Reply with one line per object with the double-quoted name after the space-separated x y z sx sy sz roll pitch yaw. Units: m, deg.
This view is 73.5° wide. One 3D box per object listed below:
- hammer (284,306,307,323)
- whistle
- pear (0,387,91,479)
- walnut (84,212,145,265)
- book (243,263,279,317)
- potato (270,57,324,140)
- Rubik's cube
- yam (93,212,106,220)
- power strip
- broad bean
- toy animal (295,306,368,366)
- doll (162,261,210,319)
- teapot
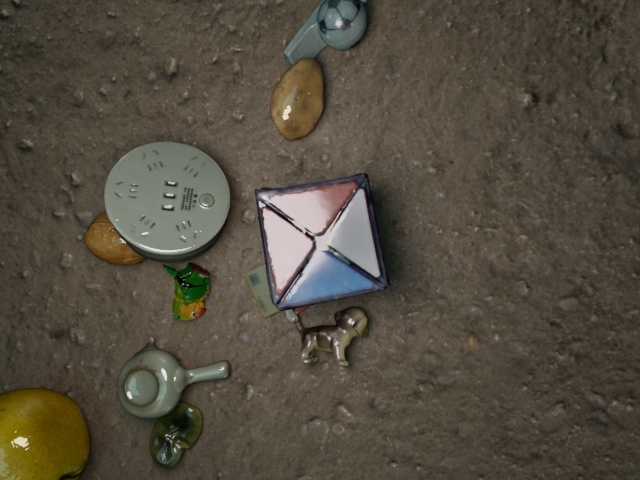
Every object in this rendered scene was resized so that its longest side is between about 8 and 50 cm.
-0.069 0.218 1.331 0.083 0.031 0.052 -32 64 -17 "hammer"
0.040 -0.608 1.250 0.163 0.163 0.290 40 96 5 "whistle"
-0.914 0.632 1.299 0.418 0.362 0.363 18 93 12 "pear"
-0.627 -0.005 1.341 0.197 0.165 0.165 17 93 9 "walnut"
-0.108 0.125 1.343 0.230 0.026 0.161 -24 89 7 "book"
-0.071 -0.418 1.278 0.161 0.128 0.235 -3 104 -14 "potato"
0.000 0.000 1.171 0.305 0.310 0.307 -11 89 2 "Rubik's cube"
-0.594 -0.130 1.394 0.326 0.045 0.045 -27 58 7 "yam"
-0.447 -0.109 1.247 0.357 0.161 0.358 4 77 -16 "power strip"
-0.468 0.619 1.384 0.153 0.072 0.207 24 82 4 "broad bean"
0.040 0.295 1.286 0.233 0.121 0.169 -14 73 17 "toy animal"
-0.414 0.159 1.338 0.134 0.106 0.187 -7 109 -32 "doll"
-0.462 0.448 1.333 0.318 0.149 0.220 15 86 8 "teapot"
